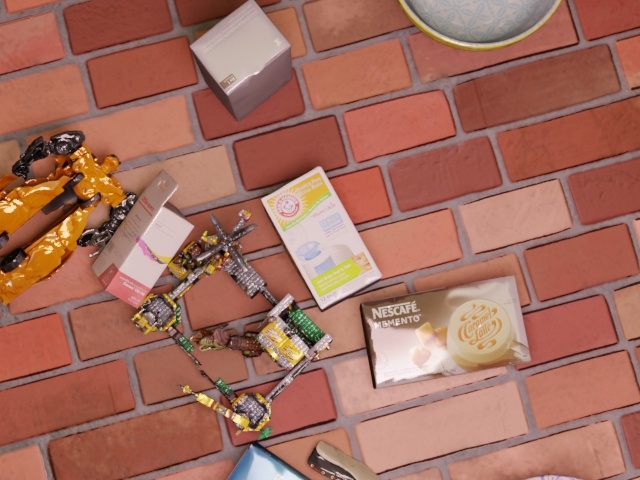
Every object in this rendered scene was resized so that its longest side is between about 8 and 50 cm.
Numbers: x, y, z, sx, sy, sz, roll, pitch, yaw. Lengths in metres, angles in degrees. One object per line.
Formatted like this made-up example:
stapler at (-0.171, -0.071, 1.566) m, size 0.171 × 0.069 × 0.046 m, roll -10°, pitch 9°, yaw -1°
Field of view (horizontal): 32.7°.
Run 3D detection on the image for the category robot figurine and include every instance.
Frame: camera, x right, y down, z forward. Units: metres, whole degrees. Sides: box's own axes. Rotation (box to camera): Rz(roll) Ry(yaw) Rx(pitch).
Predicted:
robot figurine at (-0.440, -0.045, 1.740) m, size 0.291 × 0.085 × 0.211 m, roll -39°, pitch 116°, yaw -5°

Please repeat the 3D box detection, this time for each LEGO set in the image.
LEGO set at (-0.133, 0.137, 1.685) m, size 0.255 × 0.192 × 0.331 m, roll -36°, pitch 84°, yaw -4°

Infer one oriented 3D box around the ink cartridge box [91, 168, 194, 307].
ink cartridge box at (-0.270, -0.006, 1.716) m, size 0.067 × 0.115 × 0.198 m, roll 33°, pitch 93°, yaw -29°

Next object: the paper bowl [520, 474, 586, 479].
paper bowl at (0.355, 0.506, 1.643) m, size 0.284 × 0.148 × 0.284 m, roll -2°, pitch 67°, yaw 6°

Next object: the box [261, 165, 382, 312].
box at (0.000, 0.000, 1.745) m, size 0.114 × 0.103 × 0.203 m, roll -28°, pitch 84°, yaw -3°

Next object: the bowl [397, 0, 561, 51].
bowl at (0.248, -0.432, 1.769) m, size 0.289 × 0.156 × 0.289 m, roll 0°, pitch 84°, yaw 1°

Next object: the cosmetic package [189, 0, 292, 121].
cosmetic package at (-0.119, -0.278, 1.711) m, size 0.127 × 0.238 × 0.107 m, roll -38°, pitch 85°, yaw -5°

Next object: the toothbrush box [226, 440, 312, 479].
toothbrush box at (-0.044, 0.481, 1.677) m, size 0.295 × 0.126 × 0.216 m, roll 33°, pitch 83°, yaw 4°

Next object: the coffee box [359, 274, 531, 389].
coffee box at (0.194, 0.147, 1.730) m, size 0.246 × 0.098 × 0.141 m, roll -9°, pitch 83°, yaw -1°

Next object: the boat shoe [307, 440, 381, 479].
boat shoe at (0.042, 0.371, 1.734) m, size 0.133 × 0.049 × 0.042 m, roll 32°, pitch 112°, yaw -3°
